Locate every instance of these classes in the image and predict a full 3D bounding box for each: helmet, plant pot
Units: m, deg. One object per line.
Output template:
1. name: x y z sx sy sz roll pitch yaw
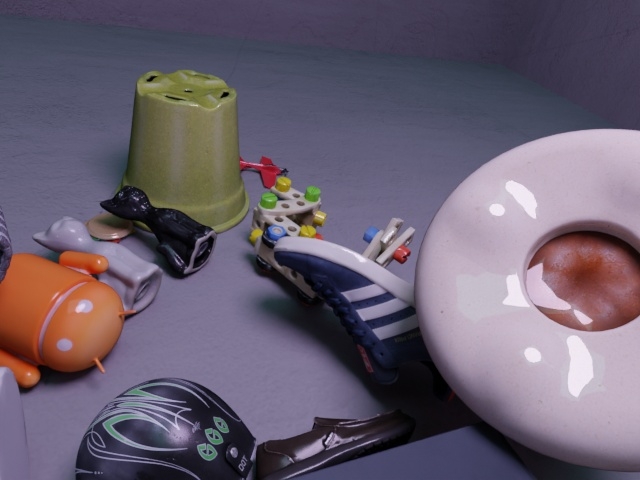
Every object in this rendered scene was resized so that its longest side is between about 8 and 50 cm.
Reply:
1. helmet: -0.166 0.226 0.498 0.162 0.169 0.169 32 36 -3
2. plant pot: -0.268 -0.187 0.947 0.276 0.253 0.276 8 35 -6

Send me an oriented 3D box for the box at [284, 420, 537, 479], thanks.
1. box: 0.058 0.290 0.448 0.261 0.184 0.103 -4 39 -24

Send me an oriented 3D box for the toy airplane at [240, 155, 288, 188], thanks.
1. toy airplane: -0.152 -0.180 1.170 0.151 0.028 0.151 9 36 -7

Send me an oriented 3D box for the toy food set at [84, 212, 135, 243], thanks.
1. toy food set: -0.390 -0.023 0.879 0.083 0.020 0.083 31 38 23

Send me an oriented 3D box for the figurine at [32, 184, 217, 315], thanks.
1. figurine: -0.321 -0.001 0.787 0.209 0.092 0.215 33 39 12

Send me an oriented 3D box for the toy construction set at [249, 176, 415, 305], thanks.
1. toy construction set: 0.000 0.000 0.882 0.328 0.151 0.215 23 34 32

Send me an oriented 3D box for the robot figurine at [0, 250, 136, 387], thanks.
1. robot figurine: -0.359 0.093 0.633 0.220 0.128 0.158 20 29 9

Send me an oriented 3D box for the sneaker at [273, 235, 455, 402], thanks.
1. sneaker: 0.071 0.119 0.698 0.350 0.131 0.148 27 81 1

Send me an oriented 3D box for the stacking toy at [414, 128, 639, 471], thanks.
1. stacking toy: 0.349 0.120 0.634 0.351 0.480 0.350 -12 60 22

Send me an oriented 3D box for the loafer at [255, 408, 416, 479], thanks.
1. loafer: 0.019 0.245 0.587 0.220 0.080 0.078 -7 40 -27

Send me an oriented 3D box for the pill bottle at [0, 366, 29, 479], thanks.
1. pill bottle: -0.444 0.218 0.363 0.361 0.204 0.204 -7 40 -26

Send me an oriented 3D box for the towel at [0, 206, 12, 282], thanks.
1. towel: -0.504 0.025 0.579 0.235 0.283 0.121 49 11 33
